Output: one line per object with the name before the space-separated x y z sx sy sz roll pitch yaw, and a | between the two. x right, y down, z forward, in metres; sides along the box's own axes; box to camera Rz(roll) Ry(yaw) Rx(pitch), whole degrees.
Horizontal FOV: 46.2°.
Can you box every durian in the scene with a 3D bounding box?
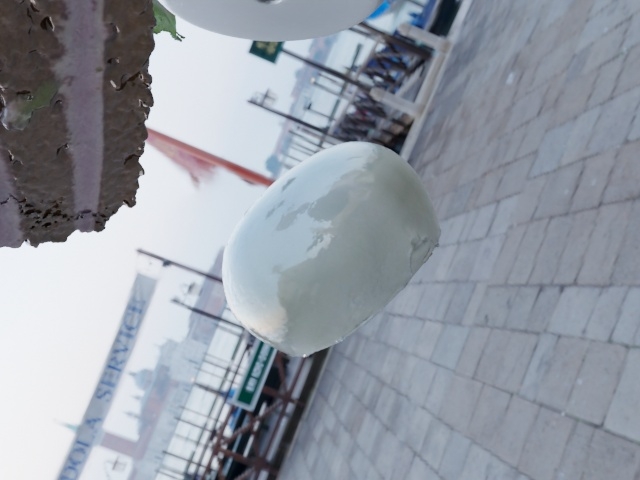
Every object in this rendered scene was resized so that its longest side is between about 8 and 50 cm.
durian | -0.343 -0.453 1.504 0.215 0.086 0.100 -12 -92 -66

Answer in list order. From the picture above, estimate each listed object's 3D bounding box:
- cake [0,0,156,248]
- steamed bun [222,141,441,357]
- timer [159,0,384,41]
cake | -0.156 -0.113 0.400 0.112 0.116 0.295 52 144 35
steamed bun | 0.000 0.000 1.047 0.324 0.206 0.324 -41 8 7
timer | -0.046 -0.351 0.702 0.285 0.285 0.285 -158 90 -85
